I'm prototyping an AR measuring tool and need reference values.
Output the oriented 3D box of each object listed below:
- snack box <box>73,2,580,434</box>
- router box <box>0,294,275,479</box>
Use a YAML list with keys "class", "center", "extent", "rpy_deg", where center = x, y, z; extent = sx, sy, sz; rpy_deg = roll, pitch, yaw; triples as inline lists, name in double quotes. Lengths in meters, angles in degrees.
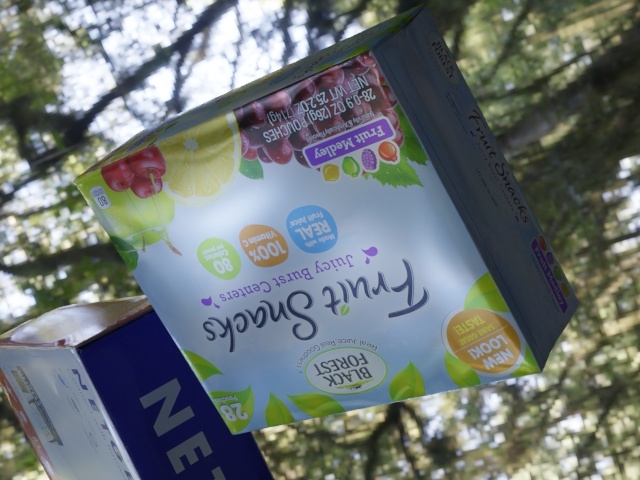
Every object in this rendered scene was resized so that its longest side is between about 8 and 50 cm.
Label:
- class: "snack box"
  center: [0.000, 0.000, 0.609]
  extent: [0.174, 0.207, 0.070]
  rpy_deg: [61, -140, -15]
- class: "router box"
  center: [-0.115, 0.206, 0.883]
  extent: [0.082, 0.301, 0.335]
  rpy_deg: [-28, -83, -26]
